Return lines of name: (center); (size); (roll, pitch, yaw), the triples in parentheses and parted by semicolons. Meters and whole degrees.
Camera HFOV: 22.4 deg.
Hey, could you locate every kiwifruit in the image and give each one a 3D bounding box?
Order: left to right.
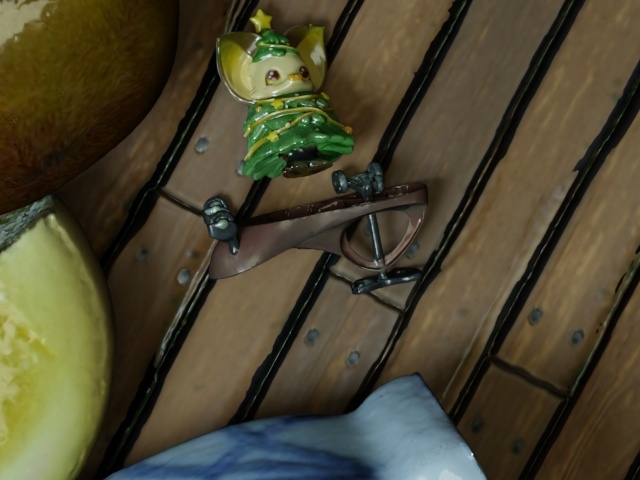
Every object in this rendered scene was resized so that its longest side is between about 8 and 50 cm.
kiwifruit: (-0.190, -0.122, 0.972); (0.234, 0.196, 0.196); (-32, 92, 4)

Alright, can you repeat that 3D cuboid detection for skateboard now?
skateboard: (0.000, 0.000, 1.051); (0.151, 0.067, 0.080); (-13, 101, -4)

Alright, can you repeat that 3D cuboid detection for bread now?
bread: (-0.223, 0.107, 1.004); (0.261, 0.158, 0.156); (-41, 103, -16)

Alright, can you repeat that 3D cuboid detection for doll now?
doll: (-0.028, -0.089, 1.056); (0.078, 0.076, 0.113); (-10, 61, -25)

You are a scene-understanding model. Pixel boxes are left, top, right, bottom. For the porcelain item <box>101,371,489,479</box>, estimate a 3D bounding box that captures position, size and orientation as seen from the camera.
porcelain item: (-0.079, 0.241, 0.966); (0.405, 0.242, 0.178); (-30, 110, -2)
